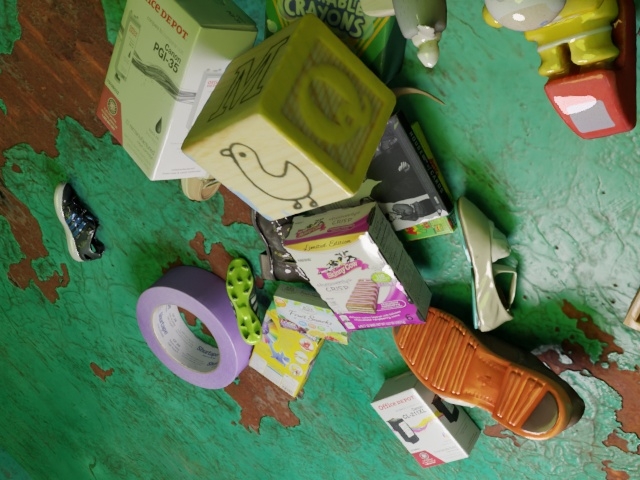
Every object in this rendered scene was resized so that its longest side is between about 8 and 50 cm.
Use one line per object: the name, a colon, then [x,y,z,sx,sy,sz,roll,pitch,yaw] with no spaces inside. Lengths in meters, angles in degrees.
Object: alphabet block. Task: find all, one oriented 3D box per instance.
alphabet block: [-0.044,-0.167,1.111,0.192,0.193,0.197,37,149,-27]

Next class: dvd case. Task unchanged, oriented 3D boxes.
dvd case: [0.070,-0.088,1.250,0.238,0.029,0.179,-18,111,38]

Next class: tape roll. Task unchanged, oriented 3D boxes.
tape roll: [-0.272,0.193,1.724,0.274,0.090,0.275,19,130,24]

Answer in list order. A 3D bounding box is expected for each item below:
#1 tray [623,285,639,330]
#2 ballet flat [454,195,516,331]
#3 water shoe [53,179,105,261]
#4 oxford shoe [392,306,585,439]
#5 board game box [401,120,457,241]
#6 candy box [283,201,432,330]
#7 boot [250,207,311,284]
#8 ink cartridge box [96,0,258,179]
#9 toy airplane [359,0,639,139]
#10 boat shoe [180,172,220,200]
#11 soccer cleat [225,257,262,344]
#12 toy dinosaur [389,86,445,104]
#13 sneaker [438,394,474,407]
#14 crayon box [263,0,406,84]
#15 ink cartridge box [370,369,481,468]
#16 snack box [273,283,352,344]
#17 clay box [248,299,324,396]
tray: [0.568,-0.012,0.997,0.202,0.076,0.411,25,131,19]
ballet flat: [0.270,0.035,1.248,0.086,0.086,0.248,5,125,32]
water shoe: [-0.540,-0.047,1.768,0.080,0.073,0.203,-3,122,6]
oxford shoe: [0.277,0.216,1.332,0.363,0.132,0.130,34,109,38]
board game box: [0.147,-0.092,1.255,0.092,0.043,0.181,-12,113,40]
candy box: [0.066,0.050,1.294,0.159,0.071,0.233,-10,132,31]
boot: [0.000,0.000,1.409,0.229,0.091,0.263,12,131,21]
ink cartridge box: [-0.241,-0.272,1.269,0.207,0.117,0.283,47,128,30]
toy airplane: [0.251,-0.327,0.850,0.384,0.272,0.386,34,135,11]
boat shoe: [-0.169,-0.162,1.383,0.089,0.104,0.285,39,134,9]
soccer cleat: [-0.155,0.125,1.590,0.072,0.060,0.179,119,139,-82]
toy dinosaur: [0.087,-0.218,1.208,0.112,0.064,0.211,34,146,-23]
sneaker: [0.287,0.269,1.422,0.161,0.057,0.075,-11,138,33]
crayon box: [0.031,-0.397,1.089,0.203,0.083,0.323,23,131,20]
ink cartridge box: [0.201,0.342,1.510,0.175,0.072,0.127,51,135,-7]
snack box: [-0.012,0.138,1.469,0.141,0.037,0.100,12,139,18]
clay box: [-0.066,0.215,1.620,0.127,0.053,0.222,33,133,13]
